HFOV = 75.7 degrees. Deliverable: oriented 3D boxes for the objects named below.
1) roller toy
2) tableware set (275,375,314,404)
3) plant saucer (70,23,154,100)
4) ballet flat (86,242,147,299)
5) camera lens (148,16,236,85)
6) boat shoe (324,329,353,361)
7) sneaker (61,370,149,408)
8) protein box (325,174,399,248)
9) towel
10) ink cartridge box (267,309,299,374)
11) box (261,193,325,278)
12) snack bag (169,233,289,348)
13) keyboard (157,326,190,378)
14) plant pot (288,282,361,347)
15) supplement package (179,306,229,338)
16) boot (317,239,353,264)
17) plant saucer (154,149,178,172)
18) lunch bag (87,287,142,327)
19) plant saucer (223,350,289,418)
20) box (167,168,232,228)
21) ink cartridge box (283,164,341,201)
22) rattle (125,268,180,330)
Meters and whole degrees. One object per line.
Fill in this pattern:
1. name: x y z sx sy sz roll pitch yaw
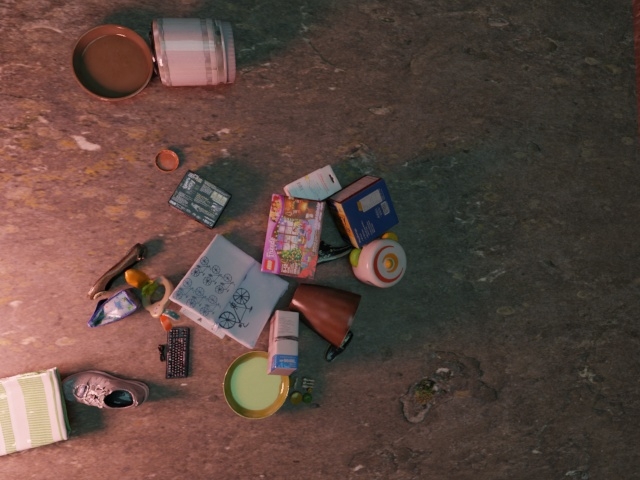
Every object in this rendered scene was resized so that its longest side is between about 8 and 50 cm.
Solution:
1. roller toy: 0.236 0.085 1.619 0.209 0.146 0.191 -32 106 -22
2. tableware set: -0.101 0.575 1.582 0.154 0.024 0.104 10 86 -14
3. plant saucer: -0.734 -0.626 1.463 0.277 0.041 0.278 0 88 -8
4. ballet flat: -0.698 0.114 1.426 0.058 0.084 0.250 43 72 -8
5. camera lens: -0.451 -0.666 1.458 0.274 0.219 0.220 -8 89 -15
6. boat shoe: 0.072 0.415 1.622 0.056 0.049 0.152 40 78 -10
7. sneaker: -0.726 0.502 1.372 0.281 0.115 0.105 8 84 -12
8. protein box: 0.163 -0.116 1.602 0.201 0.136 0.200 -31 115 -14
9. towel: -0.983 0.554 1.312 0.324 0.038 0.248 -12 91 -3
10. ink cartridge box: -0.135 0.371 1.487 0.085 0.148 0.203 9 62 -15
11. box: -0.099 -0.014 1.532 0.200 0.057 0.293 8 86 0
12. snack bag: -0.306 0.179 1.468 0.342 0.037 0.323 37 49 -10
13. keyboard: -0.529 0.405 1.479 0.108 0.023 0.180 2 86 -14
14. plant pot: 0.005 0.257 1.551 0.230 0.215 0.215 25 81 3
15. supplement package: -0.398 0.256 1.479 0.179 0.105 0.105 35 80 -10
16. boot: 0.000 0.000 1.611 0.236 0.085 0.179 -16 88 -16
17. plant saucer: -0.565 -0.291 1.514 0.083 0.013 0.084 1 87 -14
18. lunch bag: -0.697 0.233 1.390 0.151 0.129 0.096 -38 95 -12
19. plant saucer: -0.236 0.532 1.526 0.240 0.037 0.241 1 82 -6
20. box: -0.439 -0.147 1.505 0.180 0.077 0.147 30 80 -12
21. ink cartridge box: -0.030 -0.204 1.622 0.198 0.067 0.115 -28 94 -13
22. rattle: -0.564 0.195 1.385 0.130 0.143 0.200 -19 55 -7
